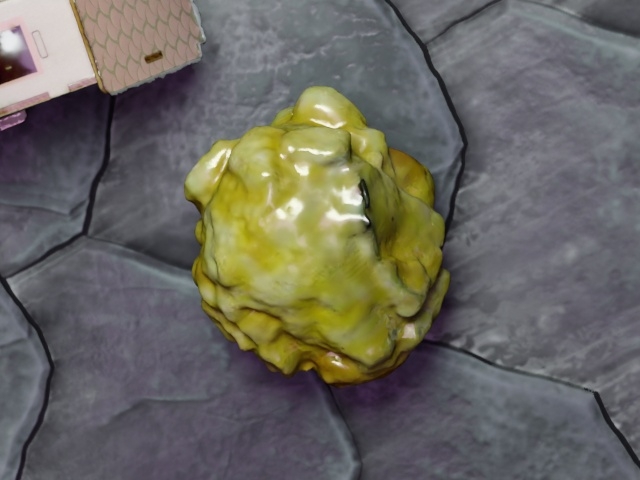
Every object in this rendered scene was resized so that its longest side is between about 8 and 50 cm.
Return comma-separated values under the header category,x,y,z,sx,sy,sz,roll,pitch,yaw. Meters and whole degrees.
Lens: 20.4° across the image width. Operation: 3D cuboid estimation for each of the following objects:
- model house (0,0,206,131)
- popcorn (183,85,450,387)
category,x,y,z,sx,sy,sz,roll,pitch,yaw
model house,-0.237,-0.202,1.623,0.244,0.326,0.169,-17,97,3
popcorn,0.000,0.000,1.683,0.252,0.215,0.286,-50,130,-17
